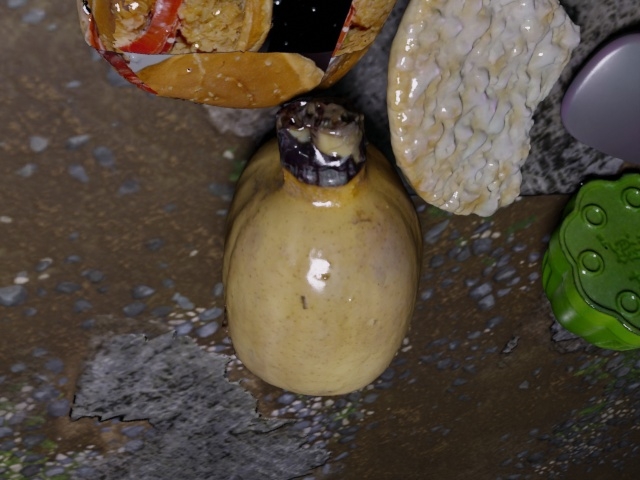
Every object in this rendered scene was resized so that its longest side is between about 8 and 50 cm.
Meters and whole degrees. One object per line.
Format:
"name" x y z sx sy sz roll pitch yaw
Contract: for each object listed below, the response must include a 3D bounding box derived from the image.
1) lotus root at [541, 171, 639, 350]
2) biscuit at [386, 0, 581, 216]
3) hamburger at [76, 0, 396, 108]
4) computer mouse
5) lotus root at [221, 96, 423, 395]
"lotus root" 0.304 0.044 0.968 0.186 0.186 0.186 -14 141 -12
"biscuit" 0.128 -0.123 0.721 0.188 0.040 0.265 -36 137 -17
"hamburger" -0.049 -0.176 0.563 0.231 0.106 0.231 -17 149 -11
"computer mouse" 0.322 -0.123 0.845 0.232 0.057 0.120 10 132 -34
"lotus root" 0.000 0.000 0.727 0.183 0.182 0.310 -13 140 -13
